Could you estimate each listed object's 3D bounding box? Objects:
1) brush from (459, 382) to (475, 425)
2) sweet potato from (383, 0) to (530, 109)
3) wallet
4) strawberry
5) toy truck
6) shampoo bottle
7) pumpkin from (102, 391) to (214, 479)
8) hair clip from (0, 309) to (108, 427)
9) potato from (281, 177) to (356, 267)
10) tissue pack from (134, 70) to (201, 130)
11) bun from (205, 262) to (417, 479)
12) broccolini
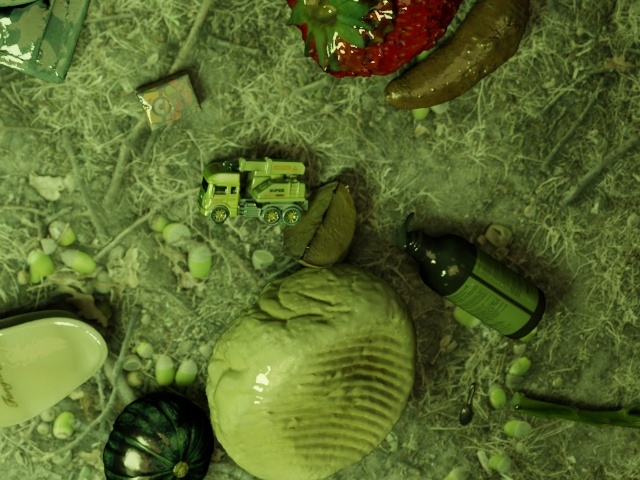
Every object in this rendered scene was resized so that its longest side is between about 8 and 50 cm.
[{"bbox_3d":[0.261,0.289,2.091,0.024,0.008,0.083,8,107,-14],"label":"brush"},{"bbox_3d":[0.247,-0.313,1.832,0.114,0.092,0.341,43,93,-7],"label":"sweet potato"},{"bbox_3d":[-0.478,-0.375,1.622,0.342,0.075,0.237,17,100,-20],"label":"wallet"},{"bbox_3d":[0.103,-0.369,1.703,0.288,0.250,0.239,-27,110,-33],"label":"strawberry"},{"bbox_3d":[-0.101,-0.082,1.824,0.168,0.077,0.100,2,111,-15],"label":"toy truck"},{"bbox_3d":[0.239,0.058,1.954,0.283,0.101,0.101,32,98,-23],"label":"shampoo bottle"},{"bbox_3d":[-0.254,0.337,1.888,0.194,0.150,0.194,-10,121,-17],"label":"pumpkin"},{"bbox_3d":[-0.461,0.188,1.799,0.282,0.113,0.173,-20,113,-7],"label":"hair clip"},{"bbox_3d":[0.000,0.000,1.849,0.089,0.100,0.172,44,48,-27],"label":"potato"},{"bbox_3d":[-0.226,-0.209,1.768,0.083,0.035,0.063,-23,113,-6],"label":"tissue pack"},{"bbox_3d":[-0.024,0.195,1.853,0.349,0.227,0.353,15,101,-46],"label":"bun"},{"bbox_3d":[0.528,0.298,2.146,0.392,0.074,0.079,11,147,-18],"label":"broccolini"}]
